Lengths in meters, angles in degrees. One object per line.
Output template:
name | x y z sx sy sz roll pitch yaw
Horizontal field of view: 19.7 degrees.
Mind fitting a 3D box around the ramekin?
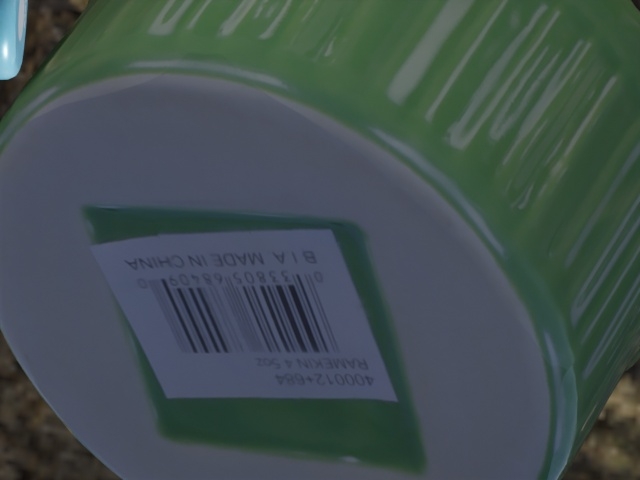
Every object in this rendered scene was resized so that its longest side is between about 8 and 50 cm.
ramekin | 0.000 0.000 0.794 0.303 0.148 0.303 15 131 18

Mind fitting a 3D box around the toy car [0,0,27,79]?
toy car | -0.273 -0.105 1.058 0.219 0.210 0.238 2 -160 -4
